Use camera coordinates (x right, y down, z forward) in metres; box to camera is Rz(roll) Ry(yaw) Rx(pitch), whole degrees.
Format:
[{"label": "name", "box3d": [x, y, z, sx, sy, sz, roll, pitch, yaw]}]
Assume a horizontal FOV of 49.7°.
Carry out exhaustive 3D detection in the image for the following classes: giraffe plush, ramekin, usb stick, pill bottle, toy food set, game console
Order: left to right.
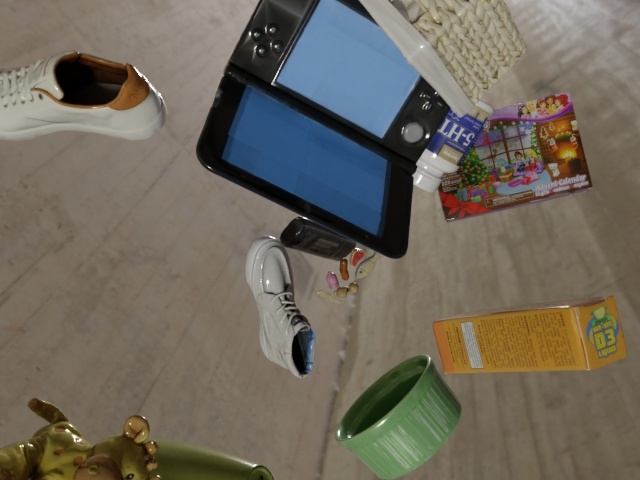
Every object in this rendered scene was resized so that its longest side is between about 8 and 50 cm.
[{"label": "giraffe plush", "box3d": [-0.286, 0.294, 0.838, 0.210, 0.171, 0.181, -72, -23, -55]}, {"label": "usb stick", "box3d": [0.000, 0.000, 1.482, 0.045, 0.077, 0.278, 52, -166, 22]}, {"label": "game console", "box3d": [0.031, -0.162, 0.850, 0.293, 0.250, 0.173, 25, -162, -19]}, {"label": "toy food set", "box3d": [0.050, 0.063, 1.245, 0.078, 0.122, 0.019, 27, -164, -28]}, {"label": "ramekin", "box3d": [0.195, 0.432, 1.677, 0.148, 0.303, 0.303, 49, -158, -2]}, {"label": "pill bottle", "box3d": [0.221, -0.186, 1.260, 0.112, 0.186, 0.112, 27, -164, -8]}]

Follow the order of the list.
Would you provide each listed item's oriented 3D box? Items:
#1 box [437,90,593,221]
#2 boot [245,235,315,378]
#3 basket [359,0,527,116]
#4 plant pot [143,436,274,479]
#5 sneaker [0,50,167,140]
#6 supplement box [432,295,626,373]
[{"label": "box", "box3d": [0.376, -0.165, 1.400, 0.057, 0.293, 0.200, 14, -116, -77]}, {"label": "boot", "box3d": [-0.059, 0.123, 1.249, 0.123, 0.095, 0.258, 25, 131, 49]}, {"label": "basket", "box3d": [0.128, -0.219, 0.701, 0.113, 0.103, 0.167, 58, -162, 25]}, {"label": "plant pot", "box3d": [-0.242, 0.514, 1.339, 0.275, 0.294, 0.274, 38, -134, -56]}, {"label": "sneaker", "box3d": [-0.347, -0.195, 0.862, 0.123, 0.290, 0.105, 74, -162, -68]}, {"label": "supplement box", "box3d": [0.245, 0.119, 0.844, 0.078, 0.233, 0.080, -9, -97, -32]}]
